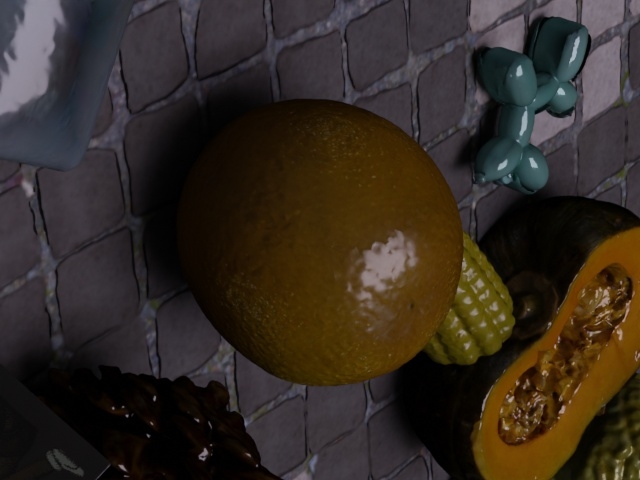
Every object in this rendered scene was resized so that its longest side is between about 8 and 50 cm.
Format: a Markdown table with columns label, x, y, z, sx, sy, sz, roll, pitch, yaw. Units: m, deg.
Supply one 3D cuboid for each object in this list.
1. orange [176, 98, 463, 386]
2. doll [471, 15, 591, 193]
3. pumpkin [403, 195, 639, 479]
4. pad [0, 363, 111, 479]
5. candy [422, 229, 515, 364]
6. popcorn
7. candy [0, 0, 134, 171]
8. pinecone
| label | x | y | z | sx | sy | sz | roll | pitch | yaw |
| --- | --- | --- | --- | --- | --- | --- | --- | --- | --- |
| orange | 0.000 | 0.000 | 1.417 | 0.236 | 0.236 | 0.236 | -26 | 126 | -41 |
| doll | 0.193 | -0.119 | 1.724 | 0.159 | 0.059 | 0.159 | -36 | 133 | -35 |
| pumpkin | 0.218 | 0.112 | 1.806 | 0.317 | 0.139 | 0.222 | -53 | 137 | -20 |
| pad | -0.254 | 0.133 | 1.240 | 0.127 | 0.190 | 0.004 | -47 | 174 | -26 |
| candy | 0.098 | 0.022 | 1.651 | 0.199 | 0.106 | 0.094 | 57 | 46 | -40 |
| popcorn | 0.307 | 0.229 | 1.966 | 0.142 | 0.173 | 0.173 | 34 | 81 | -44 |
| candy | -0.191 | -0.137 | 1.246 | 0.138 | 0.071 | 0.174 | 11 | 100 | -52 |
| pinecone | -0.142 | 0.191 | 1.354 | 0.201 | 0.229 | 0.202 | -45 | 153 | -40 |
